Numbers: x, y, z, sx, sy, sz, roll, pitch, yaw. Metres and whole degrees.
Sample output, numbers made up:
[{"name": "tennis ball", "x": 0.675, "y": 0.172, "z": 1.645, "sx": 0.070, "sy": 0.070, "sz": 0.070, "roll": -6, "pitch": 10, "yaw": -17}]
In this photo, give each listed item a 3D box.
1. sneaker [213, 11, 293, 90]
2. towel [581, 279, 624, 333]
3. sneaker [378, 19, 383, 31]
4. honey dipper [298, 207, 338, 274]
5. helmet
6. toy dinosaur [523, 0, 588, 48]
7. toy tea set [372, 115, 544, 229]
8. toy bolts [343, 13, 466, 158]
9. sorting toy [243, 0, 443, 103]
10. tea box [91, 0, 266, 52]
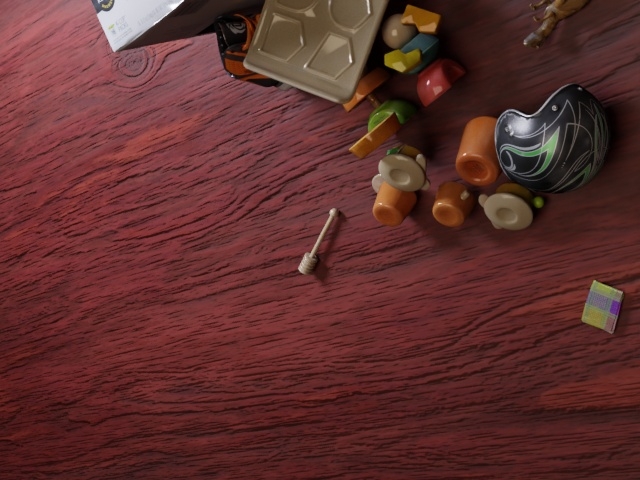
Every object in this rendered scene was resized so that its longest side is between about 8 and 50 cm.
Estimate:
[{"name": "sneaker", "x": -0.083, "y": -0.385, "z": 1.878, "sx": 0.321, "sy": 0.180, "sz": 0.124, "roll": -53, "pitch": 43, "yaw": 45}, {"name": "towel", "x": 0.477, "y": 0.113, "z": 1.771, "sx": 0.060, "sy": 0.009, "sz": 0.083, "roll": 23, "pitch": 119, "yaw": 31}, {"name": "sneaker", "x": 0.056, "y": -0.358, "z": 1.892, "sx": 0.178, "sy": 0.077, "sz": 0.072, "roll": 153, "pitch": 116, "yaw": -62}, {"name": "honey dipper", "x": 0.000, "y": 0.000, "z": 2.095, "sx": 0.030, "sy": 0.030, "sz": 0.161, "roll": 40, "pitch": 122, "yaw": 20}, {"name": "helmet", "x": 0.376, "y": -0.159, "z": 1.654, "sx": 0.161, "sy": 0.169, "sz": 0.169, "roll": -1, "pitch": 105, "yaw": 47}, {"name": "toy dinosaur", "x": 0.397, "y": -0.383, "z": 1.633, "sx": 0.112, "sy": 0.064, "sz": 0.211, "roll": 41, "pitch": 130, "yaw": -22}, {"name": "toy tea set", "x": 0.225, "y": -0.121, "z": 1.842, "sx": 0.336, "sy": 0.124, "sz": 0.200, "roll": 0, "pitch": 135, "yaw": 35}, {"name": "toy bolts", "x": 0.108, "y": -0.273, "z": 1.795, "sx": 0.228, "sy": 0.218, "sz": 0.158, "roll": -37, "pitch": 94, "yaw": 32}, {"name": "sorting toy", "x": 0.040, "y": -0.348, "z": 1.757, "sx": 0.307, "sy": 0.041, "sz": 0.229, "roll": 23, "pitch": 95, "yaw": 19}, {"name": "tea box", "x": -0.261, "y": -0.550, "z": 1.896, "sx": 0.220, "sy": 0.329, "sz": 0.323, "roll": -25, "pitch": 91, "yaw": 41}]
